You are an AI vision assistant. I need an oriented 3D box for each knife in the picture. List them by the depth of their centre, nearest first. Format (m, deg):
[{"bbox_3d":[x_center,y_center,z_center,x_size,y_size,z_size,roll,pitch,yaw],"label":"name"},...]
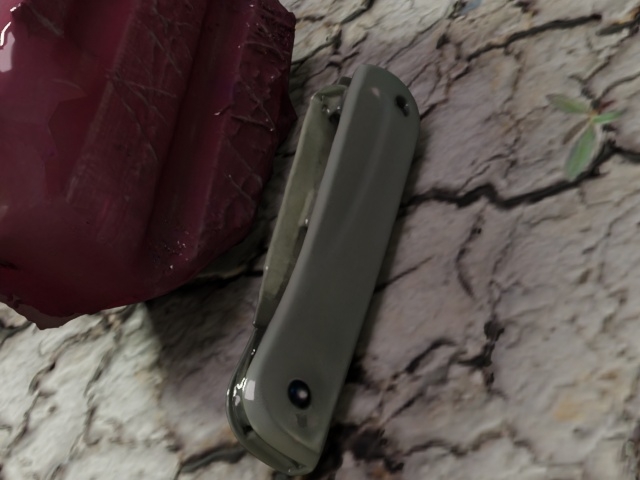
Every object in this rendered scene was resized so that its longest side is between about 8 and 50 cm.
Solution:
[{"bbox_3d":[0.002,0.003,0.711,0.040,0.073,0.265,-22,38,39],"label":"knife"}]

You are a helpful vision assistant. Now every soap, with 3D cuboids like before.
[{"bbox_3d":[-0.131,-0.082,0.818,0.127,0.220,0.325,-27,35,34],"label":"soap"}]
